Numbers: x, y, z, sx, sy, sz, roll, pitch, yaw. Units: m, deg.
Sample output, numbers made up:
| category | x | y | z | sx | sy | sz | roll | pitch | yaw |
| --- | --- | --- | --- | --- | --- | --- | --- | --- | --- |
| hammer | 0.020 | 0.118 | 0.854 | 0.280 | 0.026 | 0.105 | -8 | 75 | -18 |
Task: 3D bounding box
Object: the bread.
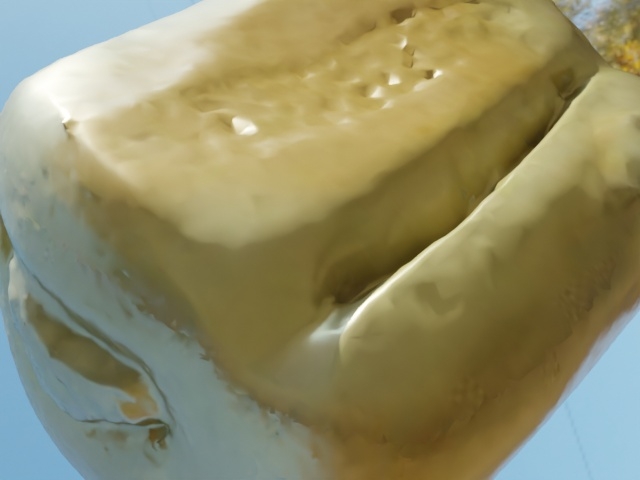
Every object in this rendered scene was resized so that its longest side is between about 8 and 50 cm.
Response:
| category | x | y | z | sx | sy | sz | roll | pitch | yaw |
| --- | --- | --- | --- | --- | --- | --- | --- | --- | --- |
| bread | 0.000 | 0.000 | 0.552 | 0.376 | 0.348 | 0.253 | -38 | -25 | -39 |
